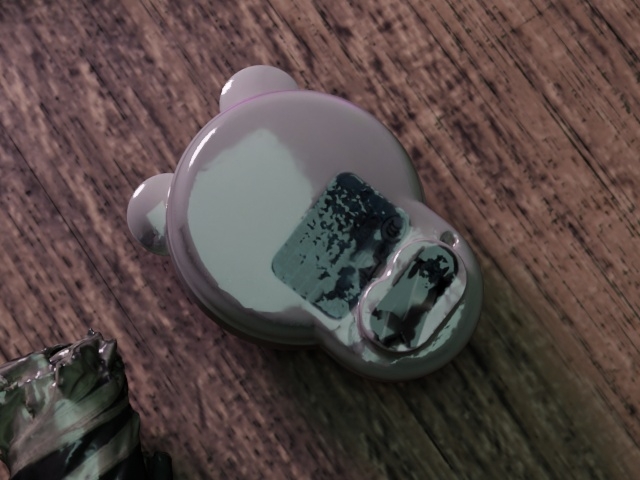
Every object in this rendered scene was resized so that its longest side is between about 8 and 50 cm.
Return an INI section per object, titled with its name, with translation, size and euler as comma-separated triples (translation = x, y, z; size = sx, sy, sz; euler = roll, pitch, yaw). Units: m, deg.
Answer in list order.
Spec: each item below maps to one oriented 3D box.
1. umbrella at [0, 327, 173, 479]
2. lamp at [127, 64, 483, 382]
[umbrella]
translation = -0.139, 0.239, 1.096
size = 0.113, 0.106, 0.357
euler = -18, 82, 5
[lamp]
translation = 0.001, 0.001, 1.144
size = 0.246, 0.108, 0.179
euler = 37, 82, 8
